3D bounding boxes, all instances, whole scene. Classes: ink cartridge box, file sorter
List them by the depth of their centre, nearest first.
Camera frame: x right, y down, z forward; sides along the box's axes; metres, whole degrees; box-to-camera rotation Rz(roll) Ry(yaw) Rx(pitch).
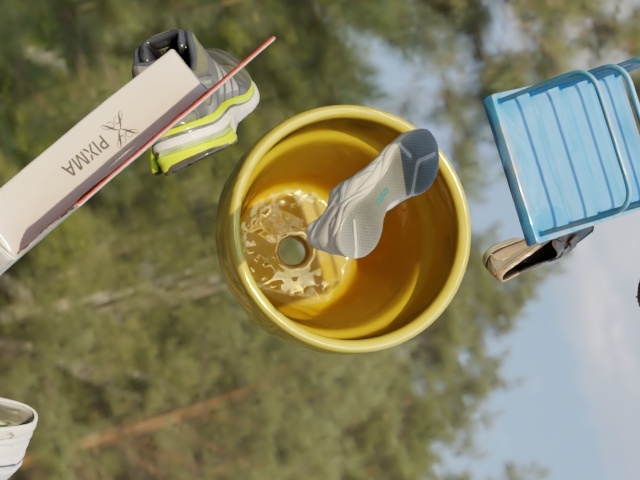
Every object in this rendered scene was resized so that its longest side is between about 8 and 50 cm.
[{"bbox_3d":[0.230,-0.078,1.259,0.104,0.170,0.118,-17,-91,45],"label":"file sorter"},{"bbox_3d":[-0.190,-0.077,1.390,0.060,0.275,0.239,49,-40,-5],"label":"ink cartridge box"}]

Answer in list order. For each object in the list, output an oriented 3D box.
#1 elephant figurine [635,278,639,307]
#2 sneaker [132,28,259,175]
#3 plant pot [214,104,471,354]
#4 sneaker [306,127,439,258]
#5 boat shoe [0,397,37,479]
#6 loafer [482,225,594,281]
[{"bbox_3d":[0.377,0.031,1.524,0.239,0.169,0.186,36,32,-4],"label":"elephant figurine"},{"bbox_3d":[-0.136,-0.169,1.716,0.300,0.111,0.121,-90,162,-72],"label":"sneaker"},{"bbox_3d":[0.000,0.000,1.737,0.239,0.254,0.254,157,-85,-72],"label":"plant pot"},{"bbox_3d":[0.042,-0.044,1.364,0.061,0.152,0.053,3,-50,48],"label":"sneaker"},{"bbox_3d":[-0.340,0.141,1.331,0.076,0.226,0.083,-56,-138,27],"label":"boat shoe"},{"bbox_3d":[0.234,0.011,1.719,0.039,0.125,0.045,-118,-172,-47],"label":"loafer"}]
